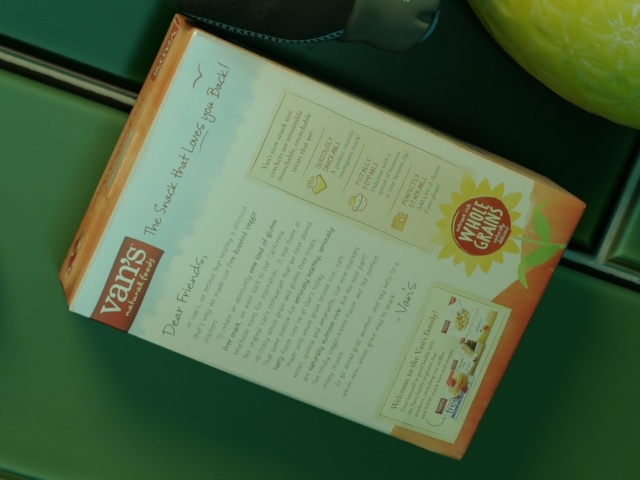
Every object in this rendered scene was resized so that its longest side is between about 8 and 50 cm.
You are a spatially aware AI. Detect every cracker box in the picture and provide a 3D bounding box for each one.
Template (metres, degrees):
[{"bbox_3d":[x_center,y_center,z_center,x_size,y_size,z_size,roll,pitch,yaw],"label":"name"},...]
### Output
[{"bbox_3d":[0.000,0.000,0.979,0.232,0.067,0.156,23,99,-19],"label":"cracker box"}]

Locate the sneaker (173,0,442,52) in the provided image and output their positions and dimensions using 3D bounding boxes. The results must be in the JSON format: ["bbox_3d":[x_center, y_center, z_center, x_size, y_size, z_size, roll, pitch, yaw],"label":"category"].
[{"bbox_3d":[-0.002,-0.257,0.875,0.139,0.125,0.341,1,103,-8],"label":"sneaker"}]

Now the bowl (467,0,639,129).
[{"bbox_3d":[0.211,-0.166,0.906,0.289,0.156,0.289,-3,114,-6],"label":"bowl"}]
